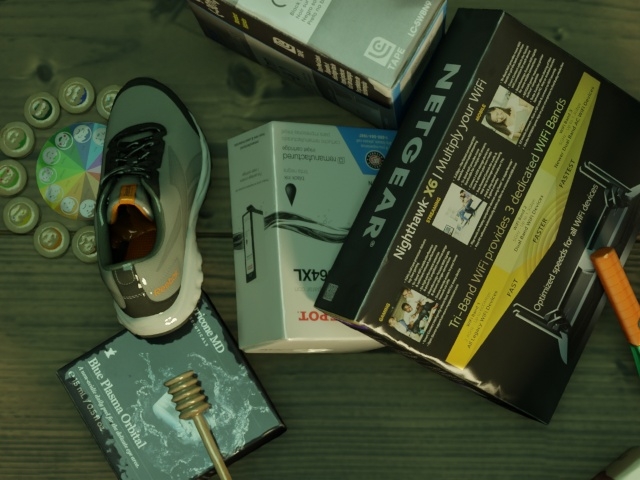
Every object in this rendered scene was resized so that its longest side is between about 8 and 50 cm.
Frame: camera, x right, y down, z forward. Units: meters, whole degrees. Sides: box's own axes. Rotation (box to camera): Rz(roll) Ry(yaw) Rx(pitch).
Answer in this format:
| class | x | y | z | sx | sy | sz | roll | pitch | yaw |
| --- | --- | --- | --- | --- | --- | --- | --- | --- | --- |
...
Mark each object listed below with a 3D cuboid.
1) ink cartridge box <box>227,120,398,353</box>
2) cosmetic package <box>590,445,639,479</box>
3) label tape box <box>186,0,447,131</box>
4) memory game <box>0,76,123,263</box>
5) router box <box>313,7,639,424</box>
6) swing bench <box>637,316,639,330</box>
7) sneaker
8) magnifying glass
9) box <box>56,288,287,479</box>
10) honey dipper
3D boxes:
| class | x | y | z | sx | sy | sz | roll | pitch | yaw |
| --- | --- | --- | --- | --- | --- | --- | --- | --- | --- |
| ink cartridge box | 0.000 | 0.000 | 1.658 | 0.148 | 0.086 | 0.203 | 1 | 79 | -34 |
| cosmetic package | 0.215 | 0.325 | 1.602 | 0.296 | 0.153 | 0.129 | -38 | 83 | -4 |
| label tape box | -0.050 | -0.233 | 1.649 | 0.334 | 0.240 | 0.106 | 29 | 86 | 7 |
| memory game | -0.232 | -0.068 | 1.748 | 0.186 | 0.012 | 0.186 | 0 | 81 | 2 |
| router box | 0.167 | -0.020 | 1.625 | 0.243 | 0.081 | 0.309 | 30 | 84 | -29 |
| swing bench | 0.412 | -0.008 | 1.606 | 0.165 | 0.255 | 0.253 | 8 | 81 | 26 |
| sneaker | -0.160 | -0.049 | 1.651 | 0.100 | 0.108 | 0.271 | -13 | 54 | 11 |
| magnifying glass | 0.304 | 0.112 | 1.635 | 0.026 | 0.092 | 0.231 | -28 | 101 | -6 |
| box | -0.138 | 0.150 | 1.672 | 0.158 | 0.093 | 0.156 | -32 | 82 | -3 |
| honey dipper | -0.096 | 0.195 | 1.604 | 0.030 | 0.030 | 0.160 | -24 | 86 | -1 |
